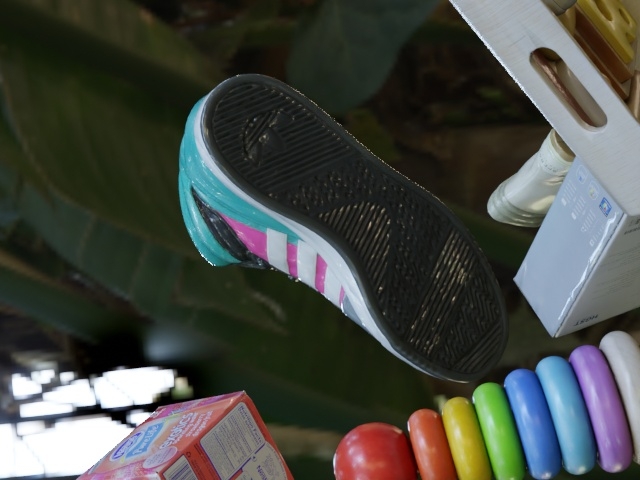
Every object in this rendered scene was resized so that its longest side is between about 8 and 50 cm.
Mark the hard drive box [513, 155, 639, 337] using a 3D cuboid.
[{"bbox_3d":[0.329,-0.016,1.585,0.089,0.181,0.232,59,152,28],"label":"hard drive box"}]

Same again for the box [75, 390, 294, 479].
[{"bbox_3d":[-0.095,0.320,1.510,0.154,0.142,0.300,-42,-70,-45],"label":"box"}]

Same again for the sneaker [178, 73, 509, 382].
[{"bbox_3d":[0.000,0.000,1.153,0.295,0.124,0.178,44,164,-13],"label":"sneaker"}]

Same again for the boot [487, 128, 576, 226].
[{"bbox_3d":[0.313,-0.089,1.802,0.165,0.213,0.077,-49,63,46],"label":"boot"}]

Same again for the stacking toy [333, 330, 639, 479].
[{"bbox_3d":[0.174,0.199,1.524,0.141,0.330,0.141,-15,-90,-88],"label":"stacking toy"}]

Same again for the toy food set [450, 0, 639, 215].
[{"bbox_3d":[0.204,-0.176,1.129,0.220,0.092,0.306,48,-151,-14],"label":"toy food set"}]
